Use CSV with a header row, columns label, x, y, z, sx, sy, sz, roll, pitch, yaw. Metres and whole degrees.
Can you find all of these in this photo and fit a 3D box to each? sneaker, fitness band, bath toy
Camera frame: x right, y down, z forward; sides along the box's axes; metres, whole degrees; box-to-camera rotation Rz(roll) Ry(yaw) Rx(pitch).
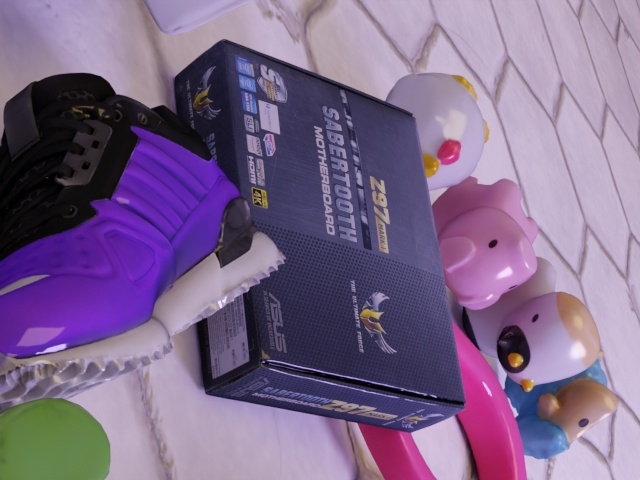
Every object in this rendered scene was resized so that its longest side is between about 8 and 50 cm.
label,x,y,z,sx,sy,sz,roll,pitch,yaw
sneaker,-0.124,-0.006,0.677,0.146,0.102,0.293,64,19,-3
fitness band,0.093,0.151,1.068,0.291,0.054,0.209,46,33,-45
bath toy,0.140,0.021,1.191,0.129,0.151,0.348,-43,116,-26

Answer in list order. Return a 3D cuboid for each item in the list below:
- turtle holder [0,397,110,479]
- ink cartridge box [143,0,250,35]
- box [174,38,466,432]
label,x,y,z,sx,sy,sz,roll,pitch,yaw
turtle holder,-0.148,0.175,0.309,0.320,0.227,0.243,29,48,-56
ink cartridge box,-0.079,-0.327,0.817,0.279,0.160,0.384,60,11,-25
box,0.000,0.000,0.913,0.183,0.059,0.232,18,55,-41
